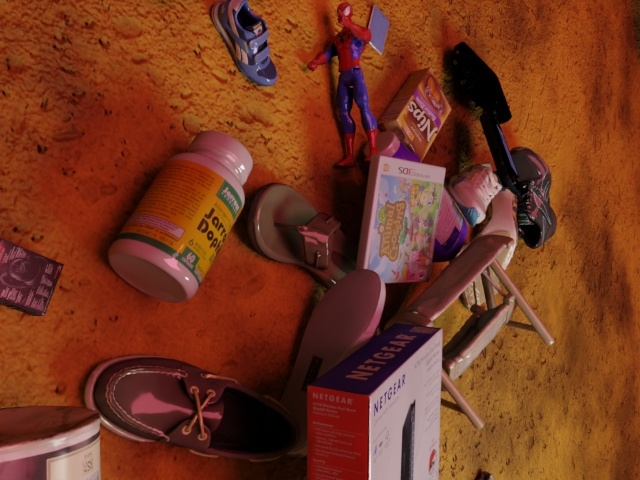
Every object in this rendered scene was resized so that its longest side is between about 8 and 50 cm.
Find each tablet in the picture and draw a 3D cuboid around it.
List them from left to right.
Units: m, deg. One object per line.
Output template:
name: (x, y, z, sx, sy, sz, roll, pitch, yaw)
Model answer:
tablet: (0.111, -0.409, 1.251, 0.054, 0.006, 0.083, 32, 64, -42)

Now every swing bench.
swing bench: (0.268, 0.158, 1.208, 0.253, 0.165, 0.255, -38, 111, -24)

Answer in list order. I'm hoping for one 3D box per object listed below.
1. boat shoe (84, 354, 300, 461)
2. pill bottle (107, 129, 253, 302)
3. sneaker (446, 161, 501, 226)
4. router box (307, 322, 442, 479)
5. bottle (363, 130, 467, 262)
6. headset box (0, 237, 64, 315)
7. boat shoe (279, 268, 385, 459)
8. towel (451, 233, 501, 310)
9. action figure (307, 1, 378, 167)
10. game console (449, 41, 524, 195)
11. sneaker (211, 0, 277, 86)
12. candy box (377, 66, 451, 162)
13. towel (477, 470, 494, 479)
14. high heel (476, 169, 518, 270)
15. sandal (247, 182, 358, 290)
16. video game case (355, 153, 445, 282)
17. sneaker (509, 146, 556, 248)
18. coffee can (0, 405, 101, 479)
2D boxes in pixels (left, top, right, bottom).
boat shoe: (-0.151, 0.219, 0.829, 0.305, 0.091, 0.109, 31, 63, -42)
pill bottle: (-0.167, -0.036, 0.820, 0.117, 0.117, 0.209, 47, 53, -34)
sneaker: (0.319, -0.105, 1.322, 0.087, 0.092, 0.229, 55, 22, -15)
router box: (0.087, 0.301, 0.901, 0.335, 0.082, 0.301, -16, 108, -64)
bottle: (0.180, -0.082, 1.227, 0.283, 0.092, 0.118, 49, 54, -32)
headset box: (-0.331, 0.039, 0.695, 0.083, 0.032, 0.062, 31, 63, -41)
boat shoe: (0.033, 0.197, 1.010, 0.105, 0.113, 0.307, 39, 66, -47)
towel: (0.340, 0.071, 1.415, 0.110, 0.027, 0.148, -26, 106, -24)
action figure: (0.035, -0.271, 1.087, 0.139, 0.091, 0.281, -1, 86, -57)
game console: (0.390, -0.262, 1.437, 0.213, 0.044, 0.362, 18, 54, -50)
sneaker: (-0.103, -0.295, 0.963, 0.144, 0.059, 0.053, 55, 48, -30)
candy box: (0.191, -0.248, 1.289, 0.109, 0.053, 0.187, 55, 51, -29)
towel: (0.342, 0.709, 1.347, 0.324, 0.056, 0.312, -41, 116, -41)
high heel: (0.421, -0.033, 1.510, 0.186, 0.093, 0.262, -24, 117, -67)
sandal: (0.001, -0.001, 1.023, 0.302, 0.086, 0.120, 32, 65, -43)
video game case: (0.141, -0.032, 1.112, 0.193, 0.023, 0.213, 2, 98, -46)
sneaker: (0.522, -0.103, 1.603, 0.106, 0.101, 0.268, -41, 115, -40)
coffee can: (-0.298, 0.305, 0.576, 0.201, 0.201, 0.276, 2, 84, -48)
